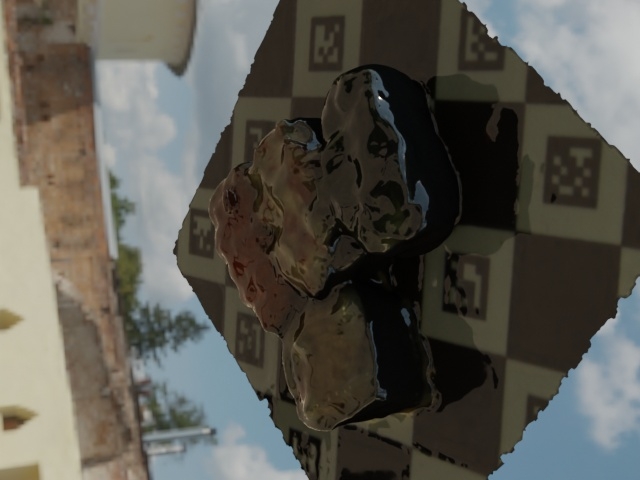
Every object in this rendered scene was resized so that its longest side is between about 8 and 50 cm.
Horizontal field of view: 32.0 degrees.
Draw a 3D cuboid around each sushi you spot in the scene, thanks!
[{"bbox_3d":[0.000,0.000,0.462,0.231,0.047,0.219,54,-50,36],"label":"sushi"}]
